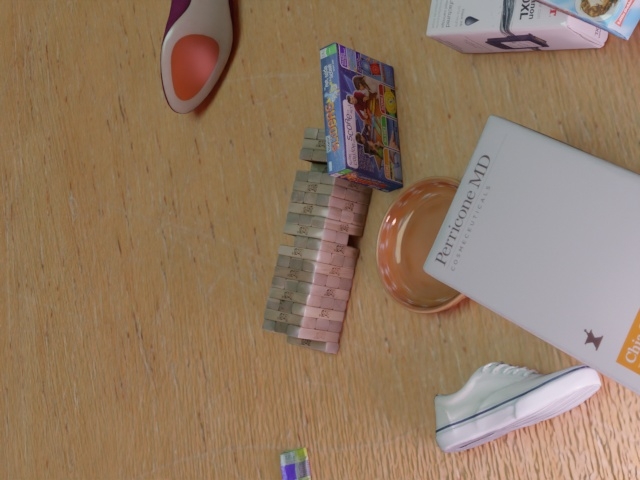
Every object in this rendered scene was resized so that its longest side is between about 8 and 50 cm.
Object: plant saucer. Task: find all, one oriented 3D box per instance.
[{"bbox_3d":[0.165,0.008,1.671,0.200,0.037,0.200,-12,71,40],"label":"plant saucer"}]

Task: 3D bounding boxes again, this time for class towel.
[{"bbox_3d":[-0.038,0.365,1.797,0.060,0.009,0.083,-19,68,40],"label":"towel"}]

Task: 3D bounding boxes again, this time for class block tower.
[{"bbox_3d":[0.000,0.000,1.789,0.091,0.097,0.336,10,88,45],"label":"block tower"}]

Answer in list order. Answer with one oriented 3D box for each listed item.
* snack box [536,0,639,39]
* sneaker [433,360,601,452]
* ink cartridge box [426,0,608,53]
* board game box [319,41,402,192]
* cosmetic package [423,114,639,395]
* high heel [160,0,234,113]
[{"bbox_3d":[0.302,-0.399,1.482,0.322,0.060,0.187,35,104,40],"label":"snack box"},{"bbox_3d":[0.242,0.199,1.513,0.258,0.094,0.091,-30,66,36],"label":"sneaker"},{"bbox_3d":[0.279,-0.356,1.603,0.237,0.100,0.172,6,85,43],"label":"ink cartridge box"},{"bbox_3d":[0.062,-0.183,1.744,0.035,0.136,0.201,-18,68,40],"label":"board game box"},{"bbox_3d":[0.364,0.035,1.391,0.453,0.161,0.230,30,101,44],"label":"cosmetic package"},{"bbox_3d":[-0.220,-0.422,2.118,0.181,0.127,0.377,-137,63,-71],"label":"high heel"}]
